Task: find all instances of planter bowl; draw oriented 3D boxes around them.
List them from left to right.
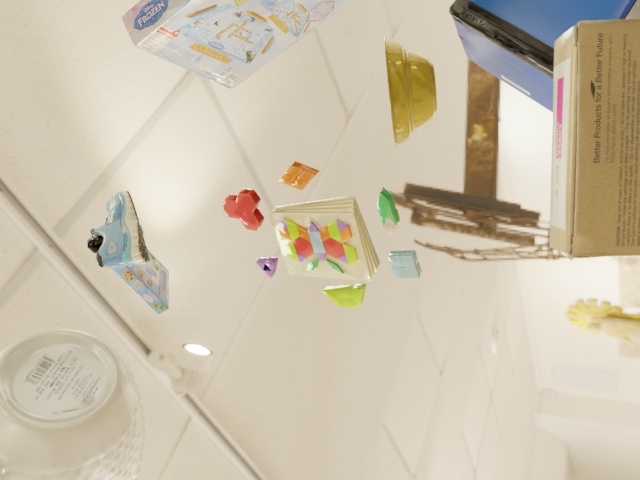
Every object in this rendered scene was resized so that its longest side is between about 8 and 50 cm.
[{"bbox_3d":[0.180,-0.294,1.184,0.217,0.090,0.217,-5,-90,-80],"label":"planter bowl"}]

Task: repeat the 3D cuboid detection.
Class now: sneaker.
[{"bbox_3d":[-0.276,-0.016,0.800,0.073,0.162,0.063,-17,-59,-13],"label":"sneaker"}]

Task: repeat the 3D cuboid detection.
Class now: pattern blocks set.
[{"bbox_3d":[0.000,0.000,1.031,0.285,0.325,0.026,60,-140,-19],"label":"pattern blocks set"}]

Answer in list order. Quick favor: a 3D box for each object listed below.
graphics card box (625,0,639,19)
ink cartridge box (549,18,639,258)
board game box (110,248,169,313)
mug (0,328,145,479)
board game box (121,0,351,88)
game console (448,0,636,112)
[{"bbox_3d":[0.575,-0.434,1.042,0.233,0.094,0.371,52,-154,-43],"label":"graphics card box"},{"bbox_3d":[0.346,-0.103,0.626,0.088,0.193,0.235,-51,-39,-80],"label":"ink cartridge box"},{"bbox_3d":[-0.478,0.074,1.603,0.211,0.039,0.160,57,-170,-38],"label":"board game box"},{"bbox_3d":[-0.426,0.325,0.881,0.374,0.276,0.328,-49,-14,-52],"label":"mug"},{"bbox_3d":[-0.131,-0.419,1.083,0.066,0.318,0.319,63,-161,10],"label":"board game box"},{"bbox_3d":[0.397,-0.388,1.080,0.173,0.293,0.250,-47,-29,5],"label":"game console"}]
